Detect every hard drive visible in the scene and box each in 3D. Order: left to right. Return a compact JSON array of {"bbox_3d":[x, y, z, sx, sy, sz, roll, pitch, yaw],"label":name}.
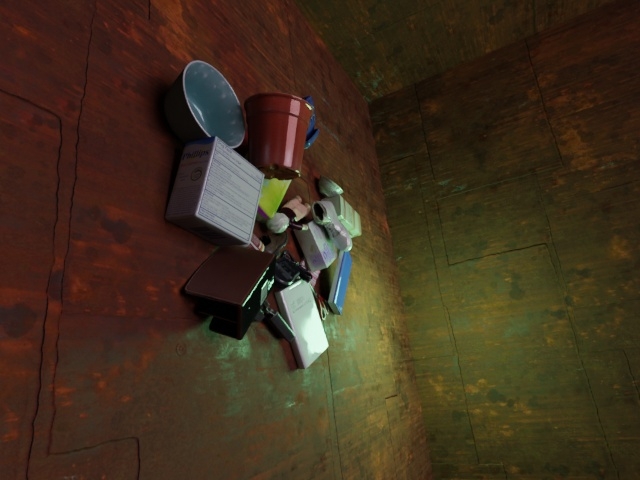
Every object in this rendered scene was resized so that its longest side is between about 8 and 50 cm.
[{"bbox_3d":[-0.079,0.361,1.806,0.233,0.047,0.352,-25,98,-60],"label":"hard drive"},{"bbox_3d":[0.110,0.217,2.157,0.210,0.040,0.318,66,34,-59],"label":"hard drive"}]

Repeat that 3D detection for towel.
[{"bbox_3d":[-0.062,0.169,1.989,0.144,0.029,0.197,59,29,-28],"label":"towel"}]

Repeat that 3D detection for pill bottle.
[{"bbox_3d":[-0.291,-0.002,1.543,0.152,0.086,0.086,54,32,-38],"label":"pill bottle"}]

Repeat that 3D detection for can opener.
[{"bbox_3d":[-0.203,0.312,1.589,0.093,0.074,0.280,-50,127,-20],"label":"can opener"}]

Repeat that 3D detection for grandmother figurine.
[{"bbox_3d":[-0.147,-0.112,1.851,0.208,0.104,0.342,33,25,7],"label":"grandmother figurine"}]

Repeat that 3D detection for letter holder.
[{"bbox_3d":[-0.307,0.160,1.379,0.301,0.215,0.151,-63,164,-57],"label":"letter holder"}]

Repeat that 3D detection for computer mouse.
[{"bbox_3d":[-0.154,0.146,1.737,0.188,0.072,0.272,46,21,7],"label":"computer mouse"}]

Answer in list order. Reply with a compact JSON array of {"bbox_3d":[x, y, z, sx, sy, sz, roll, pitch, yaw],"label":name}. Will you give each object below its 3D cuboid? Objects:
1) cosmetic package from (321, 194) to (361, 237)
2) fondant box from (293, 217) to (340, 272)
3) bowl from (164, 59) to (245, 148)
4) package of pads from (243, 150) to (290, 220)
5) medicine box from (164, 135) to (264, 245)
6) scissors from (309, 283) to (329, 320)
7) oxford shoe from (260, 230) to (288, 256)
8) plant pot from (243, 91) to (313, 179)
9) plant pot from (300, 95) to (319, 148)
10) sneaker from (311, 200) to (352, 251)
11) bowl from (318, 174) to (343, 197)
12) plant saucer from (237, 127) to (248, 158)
[{"bbox_3d":[0.130,-0.139,2.444,0.296,0.129,0.153,35,47,-53],"label":"cosmetic package"},{"bbox_3d":[0.000,0.000,2.099,0.238,0.096,0.330,67,24,-7],"label":"fondant box"},{"bbox_3d":[-0.426,-0.451,1.426,0.311,0.163,0.311,41,41,-49],"label":"bowl"},{"bbox_3d":[-0.244,-0.254,1.710,0.229,0.101,0.296,50,46,-37],"label":"package of pads"},{"bbox_3d":[-0.350,-0.158,1.374,0.263,0.149,0.289,36,57,-54],"label":"medicine box"},{"bbox_3d":[-0.015,0.272,2.000,0.109,0.021,0.296,-59,136,-51],"label":"scissors"},{"bbox_3d":[-0.203,0.002,1.733,0.096,0.083,0.227,55,26,-17],"label":"oxford shoe"},{"bbox_3d":[-0.169,-0.386,1.559,0.272,0.273,0.264,16,75,-62],"label":"plant pot"},{"bbox_3d":[-0.145,-0.571,2.014,0.235,0.236,0.212,-67,143,-53],"label":"plant pot"},{"bbox_3d":[0.044,-0.069,2.015,0.292,0.108,0.169,62,23,10],"label":"sneaker"},{"bbox_3d":[0.044,-0.306,2.385,0.080,0.170,0.170,-53,140,-3],"label":"bowl"},{"bbox_3d":[-0.266,-0.403,1.872,0.258,0.048,0.259,58,29,-31],"label":"plant saucer"}]
